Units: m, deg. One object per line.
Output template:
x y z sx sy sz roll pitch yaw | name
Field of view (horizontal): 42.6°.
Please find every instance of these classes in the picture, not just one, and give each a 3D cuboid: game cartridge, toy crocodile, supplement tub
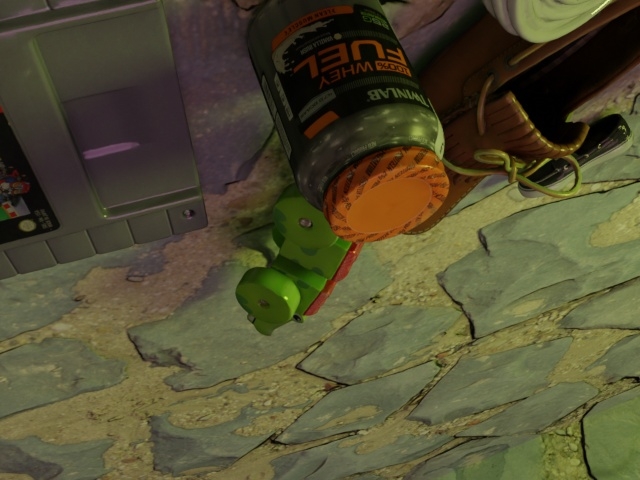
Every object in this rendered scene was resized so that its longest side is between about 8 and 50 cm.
-0.220 -0.090 0.637 0.230 0.068 0.355 -19 150 -11 | game cartridge
0.000 0.000 0.821 0.105 0.115 0.340 30 139 0 | toy crocodile
0.022 -0.100 0.629 0.117 0.190 0.117 -16 150 -9 | supplement tub

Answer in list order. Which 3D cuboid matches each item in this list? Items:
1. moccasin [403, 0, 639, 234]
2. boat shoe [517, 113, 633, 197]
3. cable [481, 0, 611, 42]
0.185 -0.122 0.737 0.139 0.147 0.380 11 138 -42 | moccasin
0.289 -0.100 0.945 0.142 0.049 0.040 -30 130 13 | boat shoe
0.176 -0.250 0.499 0.257 0.089 0.257 -53 157 16 | cable
